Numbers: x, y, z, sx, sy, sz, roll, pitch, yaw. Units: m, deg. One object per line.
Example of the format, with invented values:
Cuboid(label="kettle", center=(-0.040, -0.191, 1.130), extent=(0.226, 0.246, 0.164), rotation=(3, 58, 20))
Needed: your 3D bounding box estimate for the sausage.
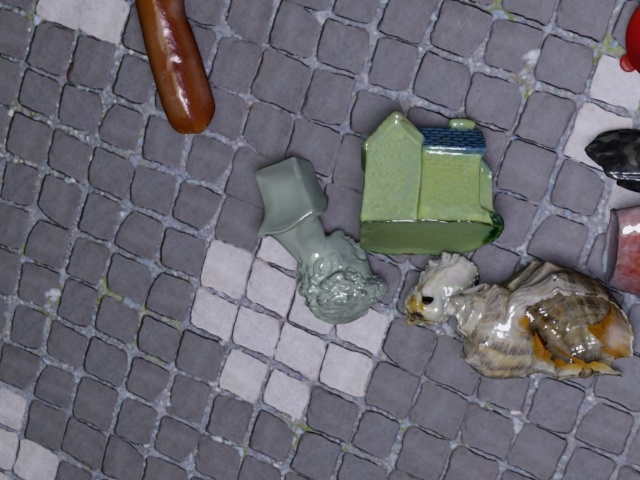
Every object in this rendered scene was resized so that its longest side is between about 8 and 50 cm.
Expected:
Cuboid(label="sausage", center=(-0.241, -0.314, 1.887), extent=(0.083, 0.089, 0.300), rotation=(-13, 96, 28))

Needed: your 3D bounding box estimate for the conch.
Cuboid(label="conch", center=(0.322, 0.113, 1.742), extent=(0.291, 0.159, 0.210), rotation=(14, 120, -24))

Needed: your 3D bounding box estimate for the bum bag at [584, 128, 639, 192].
Cuboid(label="bum bag", center=(0.535, -0.096, 1.627), extent=(0.341, 0.144, 0.095), rotation=(14, 116, 16))

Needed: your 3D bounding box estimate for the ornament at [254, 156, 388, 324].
Cuboid(label="ornament", center=(-0.015, 0.003, 1.854), extent=(0.130, 0.120, 0.285), rotation=(-36, 86, 24))

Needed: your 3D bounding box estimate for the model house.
Cuboid(label="model house", center=(0.164, -0.087, 1.767), extent=(0.214, 0.195, 0.189), rotation=(0, 76, 5))

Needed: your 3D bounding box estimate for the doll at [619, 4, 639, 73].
Cuboid(label="doll", center=(0.504, -0.283, 1.610), extent=(0.183, 0.085, 0.217), rotation=(56, 142, 8))

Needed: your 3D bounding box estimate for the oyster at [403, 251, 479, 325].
Cuboid(label="oyster", center=(0.189, 0.078, 1.830), extent=(0.122, 0.045, 0.146), rotation=(-3, 120, 5))

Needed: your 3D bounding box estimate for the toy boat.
Cuboid(label="toy boat", center=(0.549, 0.017, 1.662), extent=(0.282, 0.096, 0.206), rotation=(-2, 139, 6))
